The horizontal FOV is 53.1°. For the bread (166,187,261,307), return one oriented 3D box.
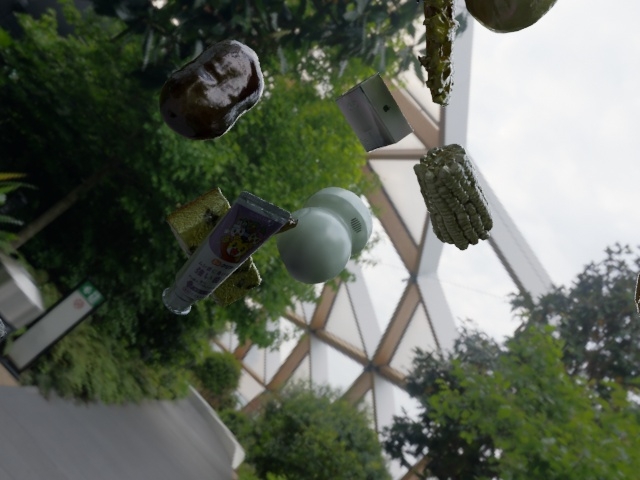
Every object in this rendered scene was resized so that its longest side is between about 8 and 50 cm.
[{"bbox_3d":[-0.243,0.033,1.541,0.077,0.138,0.361,48,-15,32],"label":"bread"}]

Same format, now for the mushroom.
[{"bbox_3d":[-0.232,-0.266,1.227,0.217,0.227,0.148,-8,-63,56],"label":"mushroom"}]

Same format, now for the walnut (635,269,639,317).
[{"bbox_3d":[0.698,0.096,1.238,0.165,0.165,0.197,24,-53,54],"label":"walnut"}]

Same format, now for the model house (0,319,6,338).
[{"bbox_3d":[-0.542,0.056,0.593,0.317,0.283,0.297,-4,70,-67],"label":"model house"}]

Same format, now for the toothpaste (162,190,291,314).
[{"bbox_3d":[-0.186,0.028,1.188,0.114,0.299,0.073,26,33,-34],"label":"toothpaste"}]

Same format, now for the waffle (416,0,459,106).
[{"bbox_3d":[0.227,-0.417,1.217,0.068,0.324,0.302,-2,-5,14],"label":"waffle"}]

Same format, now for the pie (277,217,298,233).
[{"bbox_3d":[-0.127,-0.024,1.312,0.092,0.170,0.034,79,-7,-68],"label":"pie"}]

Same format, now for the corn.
[{"bbox_3d":[0.173,-0.062,0.845,0.087,0.087,0.211,35,-10,36],"label":"corn"}]

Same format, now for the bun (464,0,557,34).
[{"bbox_3d":[0.353,-0.494,1.210,0.128,0.178,0.193,27,25,-39],"label":"bun"}]

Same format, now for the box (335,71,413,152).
[{"bbox_3d":[0.101,-0.244,1.245,0.129,0.051,0.130,57,-17,-11],"label":"box"}]

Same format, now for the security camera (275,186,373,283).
[{"bbox_3d":[0.000,0.000,1.559,0.195,0.236,0.194,18,-48,22],"label":"security camera"}]
